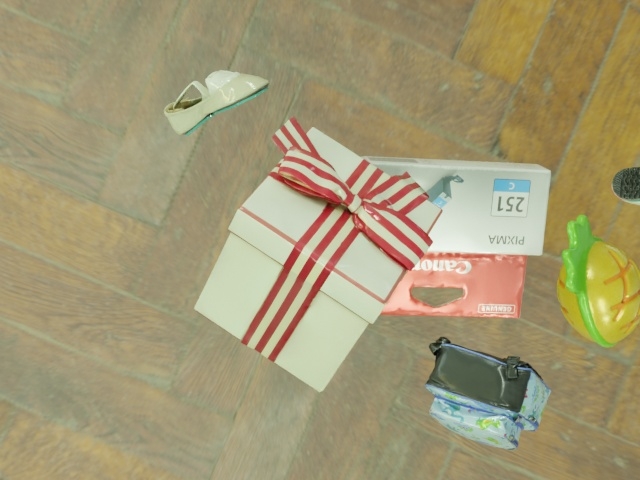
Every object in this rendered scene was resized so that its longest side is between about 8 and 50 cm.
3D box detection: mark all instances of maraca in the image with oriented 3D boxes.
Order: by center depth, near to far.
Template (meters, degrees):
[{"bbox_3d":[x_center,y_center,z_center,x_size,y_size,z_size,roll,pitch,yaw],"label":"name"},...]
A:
[{"bbox_3d":[0.330,0.051,1.244,0.099,0.185,0.127,-10,48,33],"label":"maraca"}]

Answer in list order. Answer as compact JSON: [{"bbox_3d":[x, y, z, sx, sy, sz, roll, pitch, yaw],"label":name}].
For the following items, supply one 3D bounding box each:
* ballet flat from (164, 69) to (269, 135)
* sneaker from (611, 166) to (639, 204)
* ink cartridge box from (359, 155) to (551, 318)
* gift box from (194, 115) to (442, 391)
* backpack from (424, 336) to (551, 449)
[{"bbox_3d":[-0.198,-0.262,1.888,0.086,0.248,0.086,21,59,-40],"label":"ballet flat"},{"bbox_3d":[0.488,-0.076,1.455,0.161,0.075,0.057,1,87,8],"label":"sneaker"},{"bbox_3d":[0.198,0.005,1.626,0.297,0.066,0.261,2,104,-8],"label":"ink cartridge box"},{"bbox_3d":[0.000,0.000,1.441,0.255,0.258,0.276,30,44,-1],"label":"gift box"},{"bbox_3d":[0.162,0.154,1.004,0.105,0.114,0.084,13,79,33],"label":"backpack"}]
